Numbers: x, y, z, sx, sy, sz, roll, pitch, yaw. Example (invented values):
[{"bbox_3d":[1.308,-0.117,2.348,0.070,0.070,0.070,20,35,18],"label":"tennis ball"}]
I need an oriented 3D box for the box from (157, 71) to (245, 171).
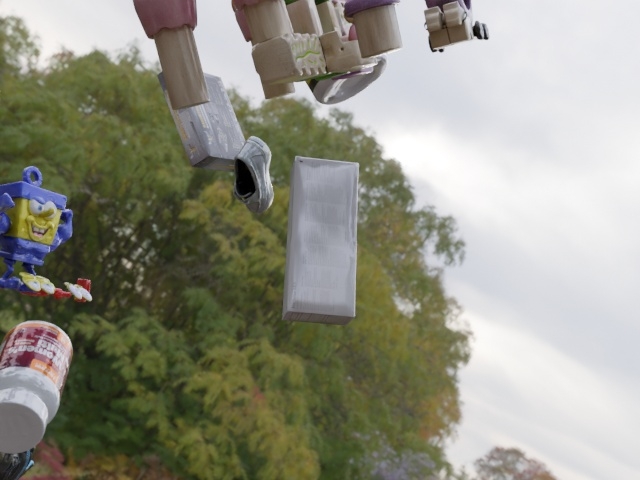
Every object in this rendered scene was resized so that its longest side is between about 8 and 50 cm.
[{"bbox_3d":[-0.257,-0.272,1.798,0.183,0.056,0.231,-4,69,-63],"label":"box"}]

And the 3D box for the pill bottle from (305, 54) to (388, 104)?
[{"bbox_3d":[-0.003,-0.310,1.139,0.208,0.119,0.119,60,-8,11],"label":"pill bottle"}]

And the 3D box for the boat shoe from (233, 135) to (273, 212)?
[{"bbox_3d":[-0.154,-0.123,1.695,0.079,0.081,0.227,32,-31,18],"label":"boat shoe"}]

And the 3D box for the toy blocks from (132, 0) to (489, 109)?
[{"bbox_3d":[-0.015,-0.310,0.875,0.309,0.260,0.288,-10,7,25],"label":"toy blocks"}]

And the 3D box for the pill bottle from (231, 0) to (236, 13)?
[{"bbox_3d":[-0.098,-0.430,1.501,0.152,0.086,0.086,46,-2,38],"label":"pill bottle"}]

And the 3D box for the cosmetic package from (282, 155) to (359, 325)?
[{"bbox_3d":[0.000,0.000,1.165,0.099,0.239,0.060,7,-20,-10],"label":"cosmetic package"}]

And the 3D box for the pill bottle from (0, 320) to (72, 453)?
[{"bbox_3d":[-0.482,0.236,1.300,0.121,0.121,0.221,39,15,-23],"label":"pill bottle"}]

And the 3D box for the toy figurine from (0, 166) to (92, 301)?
[{"bbox_3d":[-0.538,-0.028,1.345,0.191,0.217,0.362,2,-11,28],"label":"toy figurine"}]

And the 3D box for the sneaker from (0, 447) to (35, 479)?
[{"bbox_3d":[-0.650,0.410,1.582,0.125,0.140,0.341,51,-33,16],"label":"sneaker"}]
